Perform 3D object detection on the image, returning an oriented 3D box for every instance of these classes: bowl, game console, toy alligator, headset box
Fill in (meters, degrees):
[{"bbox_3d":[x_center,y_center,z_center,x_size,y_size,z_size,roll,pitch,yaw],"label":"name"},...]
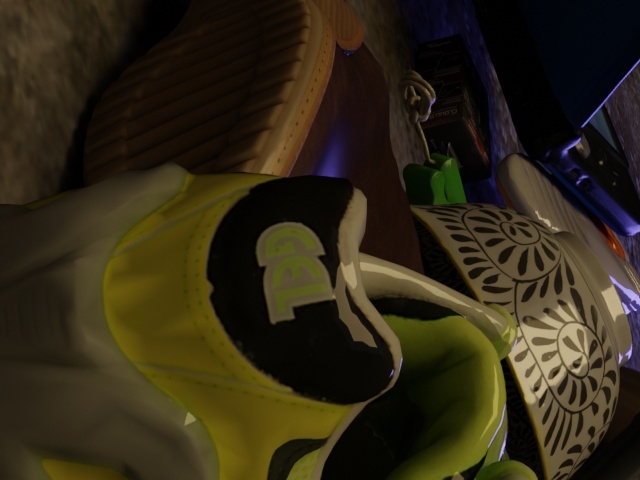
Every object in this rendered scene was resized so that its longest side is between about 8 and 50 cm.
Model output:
[{"bbox_3d":[0.103,0.044,0.812,0.170,0.080,0.170,60,-12,23],"label":"bowl"},{"bbox_3d":[0.191,-0.192,1.113,0.250,0.173,0.293,34,35,-50],"label":"game console"},{"bbox_3d":[0.064,-0.004,0.903,0.051,0.056,0.190,-41,126,-23],"label":"toy alligator"},{"bbox_3d":[0.086,-0.080,1.042,0.062,0.032,0.083,57,28,-47],"label":"headset box"}]

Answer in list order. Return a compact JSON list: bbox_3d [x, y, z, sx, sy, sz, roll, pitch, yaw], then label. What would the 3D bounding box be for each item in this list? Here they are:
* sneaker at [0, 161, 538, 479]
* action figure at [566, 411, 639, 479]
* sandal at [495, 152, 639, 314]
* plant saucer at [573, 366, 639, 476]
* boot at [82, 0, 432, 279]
[{"bbox_3d":[0.003,0.087,0.496,0.384,0.147,0.145,38,41,-64],"label":"sneaker"},{"bbox_3d":[0.088,0.233,0.481,0.330,0.178,0.341,-39,149,-43],"label":"action figure"},{"bbox_3d":[0.154,0.004,1.128,0.265,0.076,0.102,26,35,-60],"label":"sandal"},{"bbox_3d":[0.164,0.206,0.863,0.278,0.041,0.278,171,-90,-73],"label":"plant saucer"},{"bbox_3d":[0.000,0.000,0.633,0.248,0.090,0.207,-81,150,-56],"label":"boot"}]
